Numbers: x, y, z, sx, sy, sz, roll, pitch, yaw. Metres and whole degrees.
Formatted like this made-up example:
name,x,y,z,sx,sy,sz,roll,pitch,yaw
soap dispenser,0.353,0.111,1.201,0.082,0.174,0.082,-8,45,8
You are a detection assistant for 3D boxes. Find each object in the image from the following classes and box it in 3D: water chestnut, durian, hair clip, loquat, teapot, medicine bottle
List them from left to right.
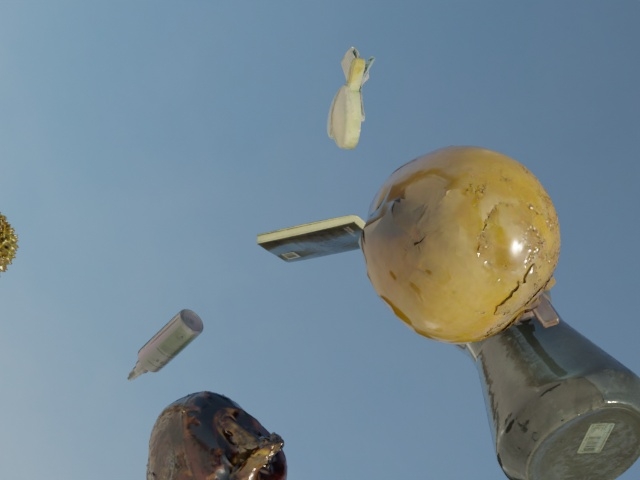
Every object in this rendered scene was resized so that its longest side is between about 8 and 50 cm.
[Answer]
name,x,y,z,sx,sy,sz,roll,pitch,yaw
durian,-0.658,0.010,2.197,0.102,0.147,0.208,49,-58,46
medicine bottle,-0.300,0.206,2.101,0.199,0.058,0.057,-41,-109,26
water chestnut,-0.148,0.334,1.680,0.238,0.224,0.223,-39,-106,27
hair clip,0.061,-0.266,2.066,0.159,0.071,0.218,115,-15,-54
loquat,0.162,0.002,1.293,0.235,0.235,0.235,35,-44,42
teapot,0.346,0.201,1.785,0.344,0.253,0.300,-118,-165,-49

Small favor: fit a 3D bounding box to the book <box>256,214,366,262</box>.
name,x,y,z,sx,sy,sz,roll,pitch,yaw
book,0.000,0.000,2.391,0.228,0.160,0.024,-12,-113,21
